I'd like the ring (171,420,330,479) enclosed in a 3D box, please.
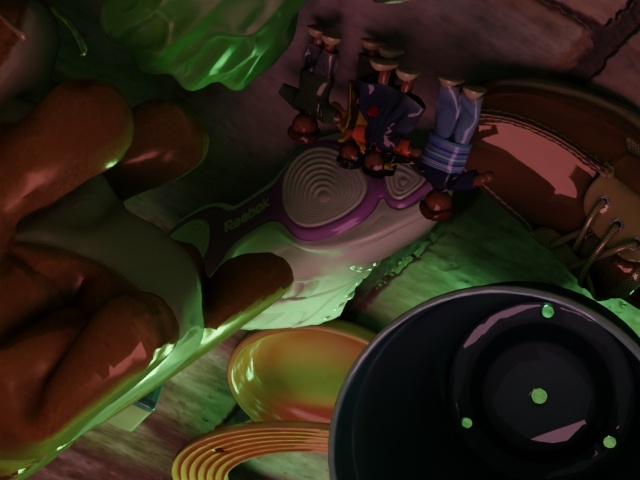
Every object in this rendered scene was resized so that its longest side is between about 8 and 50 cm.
[{"bbox_3d":[0.011,0.254,1.485,0.336,0.032,0.336,6,150,4],"label":"ring"}]

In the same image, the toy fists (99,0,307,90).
[{"bbox_3d":[-0.139,-0.220,1.024,0.279,0.096,0.142,35,124,-18],"label":"toy fists"}]

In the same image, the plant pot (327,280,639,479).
[{"bbox_3d":[0.170,0.155,1.170,0.272,0.255,0.271,2,96,16],"label":"plant pot"}]

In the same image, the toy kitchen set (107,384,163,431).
[{"bbox_3d":[-0.219,0.046,1.274,0.207,0.166,0.122,27,137,-12],"label":"toy kitchen set"}]

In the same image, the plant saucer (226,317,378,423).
[{"bbox_3d":[0.007,0.138,1.401,0.200,0.037,0.200,8,137,8],"label":"plant saucer"}]

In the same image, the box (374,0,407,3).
[{"bbox_3d":[0.080,-0.257,0.693,0.168,0.203,0.167,-11,143,11],"label":"box"}]

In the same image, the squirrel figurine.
[{"bbox_3d":[-0.279,-0.008,1.095,0.397,0.281,0.370,-37,86,26],"label":"squirrel figurine"}]

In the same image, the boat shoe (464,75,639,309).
[{"bbox_3d":[0.241,-0.014,1.106,0.324,0.120,0.122,27,136,-12],"label":"boat shoe"}]

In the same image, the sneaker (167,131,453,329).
[{"bbox_3d":[0.000,0.000,1.225,0.305,0.114,0.152,-21,143,36],"label":"sneaker"}]

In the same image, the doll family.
[{"bbox_3d":[0.049,-0.087,1.079,0.076,0.193,0.111,-5,117,-40],"label":"doll family"}]
